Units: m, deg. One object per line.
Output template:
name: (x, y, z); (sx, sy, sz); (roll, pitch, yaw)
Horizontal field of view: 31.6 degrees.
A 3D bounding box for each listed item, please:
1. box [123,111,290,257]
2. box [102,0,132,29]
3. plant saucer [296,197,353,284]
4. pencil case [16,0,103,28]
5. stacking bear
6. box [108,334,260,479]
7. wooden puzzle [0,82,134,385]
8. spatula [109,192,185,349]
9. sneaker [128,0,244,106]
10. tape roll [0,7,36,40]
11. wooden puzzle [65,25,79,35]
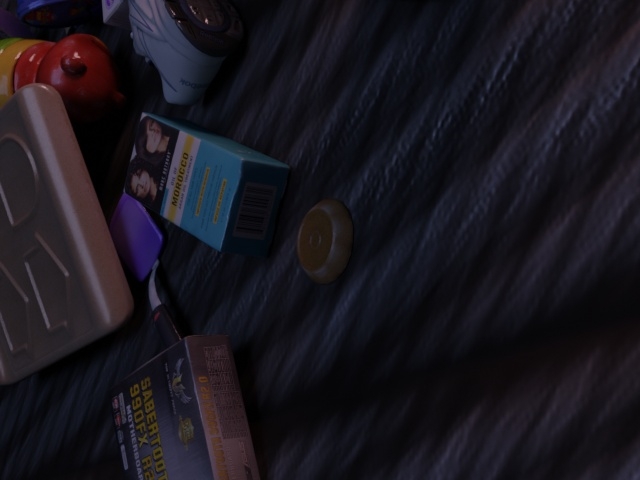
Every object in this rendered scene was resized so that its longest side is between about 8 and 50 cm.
box: (-0.129, -0.065, 1.224); (0.244, 0.060, 0.100); (27, 105, 53)
box: (-0.250, -0.424, 1.459); (0.063, 0.067, 0.324); (-33, 57, 47)
plant saucer: (0.000, 0.000, 1.070); (0.083, 0.015, 0.083); (-15, 71, 52)
pencil case: (-0.359, -0.444, 1.532); (0.119, 0.133, 0.306); (109, 155, -88)
stacking bear: (-0.379, -0.206, 1.522); (0.289, 0.175, 0.164); (-1, 54, 42)
box: (-0.138, 0.234, 1.162); (0.183, 0.056, 0.231); (-34, 63, 47)
wooden puzzle: (-0.378, 0.001, 1.487); (0.348, 0.080, 0.322); (-26, 83, 44)
spatula: (-0.187, 0.065, 1.304); (0.084, 0.030, 0.296); (-58, 42, 31)
sneaker: (-0.189, -0.280, 1.315); (0.129, 0.111, 0.297); (-58, 40, 38)
tape roll: (-0.511, -0.252, 1.681); (0.080, 0.189, 0.189); (-14, 72, 53)
wooden puzzle: (-0.360, -0.345, 1.642); (0.078, 0.014, 0.116); (-51, 46, 42)
